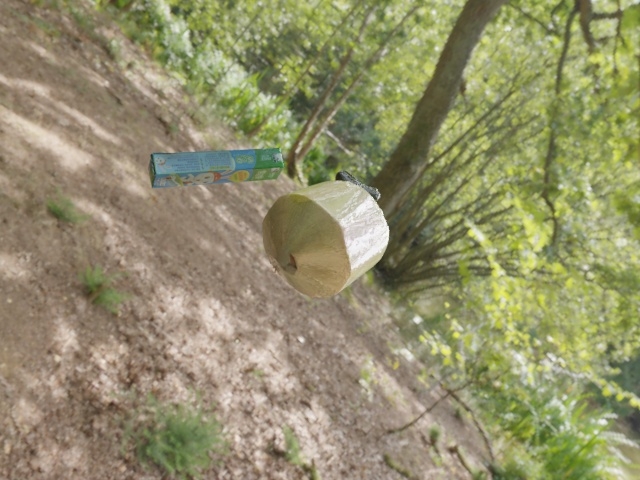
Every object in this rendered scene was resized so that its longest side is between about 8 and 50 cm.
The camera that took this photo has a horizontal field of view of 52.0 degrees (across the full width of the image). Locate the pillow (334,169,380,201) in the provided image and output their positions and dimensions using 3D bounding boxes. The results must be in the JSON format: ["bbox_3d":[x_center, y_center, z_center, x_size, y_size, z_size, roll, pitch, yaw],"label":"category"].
[{"bbox_3d":[0.043,-0.059,1.253,0.091,0.136,0.055,24,14,-32],"label":"pillow"}]

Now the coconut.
[{"bbox_3d":[0.000,0.000,0.874,0.147,0.147,0.152,44,43,18],"label":"coconut"}]

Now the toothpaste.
[{"bbox_3d":[-0.209,-0.149,1.325,0.266,0.065,0.050,-6,70,-23],"label":"toothpaste"}]
